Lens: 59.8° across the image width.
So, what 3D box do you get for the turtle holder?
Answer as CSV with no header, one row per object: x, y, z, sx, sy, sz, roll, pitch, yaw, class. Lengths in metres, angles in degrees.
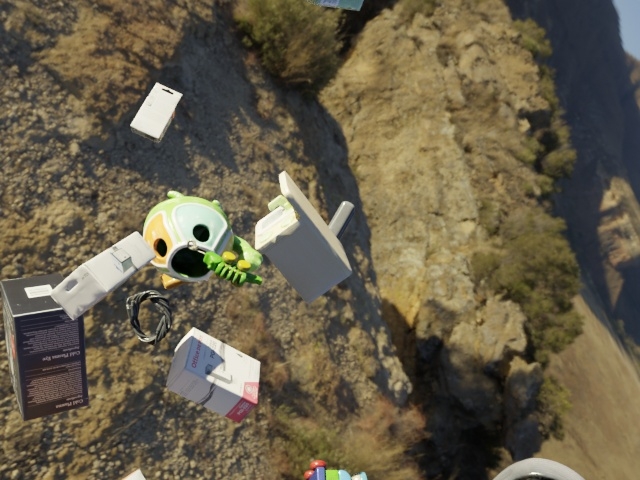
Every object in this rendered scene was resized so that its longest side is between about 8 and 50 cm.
-0.355,0.026,1.617,0.320,0.243,0.227,46,7,-33,turtle holder

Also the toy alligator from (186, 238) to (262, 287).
-0.217,0.056,1.205,0.190,0.056,0.051,28,24,2,toy alligator

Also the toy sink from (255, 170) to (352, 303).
-0.057,-0.007,1.199,0.234,0.131,0.153,52,8,-22,toy sink

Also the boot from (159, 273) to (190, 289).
-0.570,0.122,2.351,0.295,0.211,0.104,-145,-146,-75,boot

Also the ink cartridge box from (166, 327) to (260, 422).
-0.270,0.346,1.435,0.218,0.092,0.158,31,24,-19,ink cartridge box

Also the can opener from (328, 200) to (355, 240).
0.000,0.000,1.675,0.095,0.283,0.076,28,-13,10,can opener

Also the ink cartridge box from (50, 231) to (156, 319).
-0.483,0.075,1.249,0.082,0.140,0.190,51,27,-9,ink cartridge box

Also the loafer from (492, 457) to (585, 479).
0.124,0.314,0.457,0.109,0.302,0.095,25,23,10,loafer

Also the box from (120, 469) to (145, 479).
-0.565,0.734,1.341,0.168,0.345,0.215,57,28,8,box

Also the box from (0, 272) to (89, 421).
-0.819,0.298,1.644,0.179,0.343,0.312,-8,106,-33,box

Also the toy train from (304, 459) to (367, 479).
0.028,0.668,1.470,0.143,0.248,0.105,5,51,-10,toy train

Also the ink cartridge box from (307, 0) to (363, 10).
-0.052,-0.481,0.997,0.235,0.056,0.171,32,31,17,ink cartridge box

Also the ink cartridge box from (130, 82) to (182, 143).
-0.341,-0.266,1.163,0.063,0.029,0.115,24,70,-5,ink cartridge box

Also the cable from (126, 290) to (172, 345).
-0.560,0.258,1.845,0.047,0.151,0.184,-22,99,-83,cable
